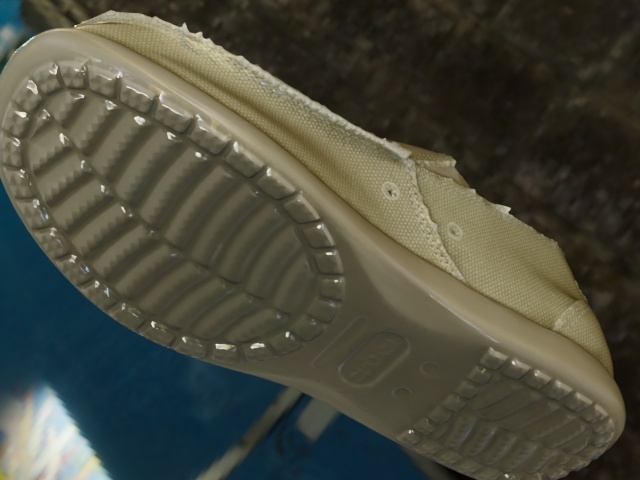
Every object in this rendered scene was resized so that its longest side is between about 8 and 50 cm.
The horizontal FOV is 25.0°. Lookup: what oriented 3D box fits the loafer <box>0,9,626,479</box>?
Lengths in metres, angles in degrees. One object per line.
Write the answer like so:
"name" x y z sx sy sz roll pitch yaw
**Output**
"loafer" 0.000 0.000 0.542 0.268 0.102 0.092 34 -145 -22
